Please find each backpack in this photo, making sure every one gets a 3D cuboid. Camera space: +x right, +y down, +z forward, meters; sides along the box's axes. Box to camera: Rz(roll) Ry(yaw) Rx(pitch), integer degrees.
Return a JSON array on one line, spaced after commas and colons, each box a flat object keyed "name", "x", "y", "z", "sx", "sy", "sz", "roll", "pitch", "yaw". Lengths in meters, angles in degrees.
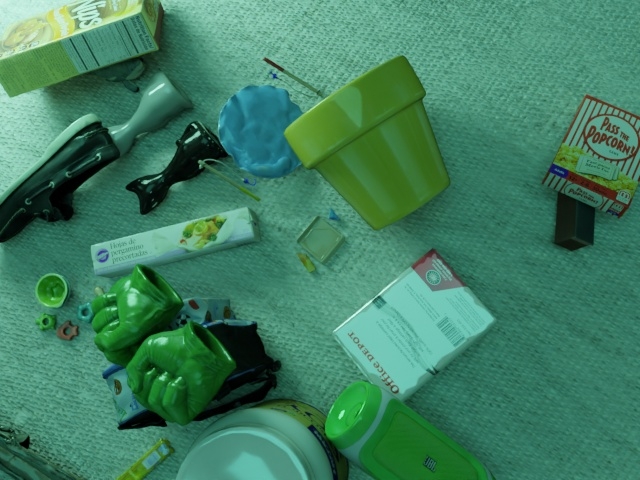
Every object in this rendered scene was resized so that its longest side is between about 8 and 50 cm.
[{"name": "backpack", "x": -0.245, "y": 0.220, "z": 1.262, "sx": 0.263, "sy": 0.276, "sz": 0.213, "roll": -30, "pitch": 74, "yaw": 10}]

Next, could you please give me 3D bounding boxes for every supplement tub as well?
[{"name": "supplement tub", "x": -0.087, "y": 0.388, "z": 1.167, "sx": 0.241, "sy": 0.331, "sz": 0.241, "roll": -1, "pitch": 82, "yaw": 8}]

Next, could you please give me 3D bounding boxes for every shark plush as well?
[{"name": "shark plush", "x": -0.432, "y": -0.361, "z": 1.461, "sx": 0.161, "sy": 0.067, "sz": 0.073, "roll": 17, "pitch": 85, "yaw": 10}]

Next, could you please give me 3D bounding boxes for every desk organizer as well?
[{"name": "desk organizer", "x": 0.459, "y": -0.051, "z": 1.291, "sx": 0.047, "sy": 0.050, "sz": 0.130, "roll": 21, "pitch": 67, "yaw": -22}]

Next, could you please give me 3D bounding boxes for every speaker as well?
[{"name": "speaker", "x": 0.152, "y": 0.359, "z": 1.188, "sx": 0.296, "sy": 0.131, "sz": 0.131, "roll": 38, "pitch": 89, "yaw": -15}]

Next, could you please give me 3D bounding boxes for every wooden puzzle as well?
[{"name": "wooden puzzle", "x": 0.000, "y": 0.000, "z": 1.373, "sx": 0.116, "sy": 0.014, "sz": 0.078, "roll": -43, "pitch": 83, "yaw": 1}]

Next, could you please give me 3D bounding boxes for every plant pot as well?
[{"name": "plant pot", "x": 0.102, "y": -0.159, "z": 1.275, "sx": 0.254, "sy": 0.254, "sz": 0.239, "roll": -32, "pitch": 93, "yaw": 3}]

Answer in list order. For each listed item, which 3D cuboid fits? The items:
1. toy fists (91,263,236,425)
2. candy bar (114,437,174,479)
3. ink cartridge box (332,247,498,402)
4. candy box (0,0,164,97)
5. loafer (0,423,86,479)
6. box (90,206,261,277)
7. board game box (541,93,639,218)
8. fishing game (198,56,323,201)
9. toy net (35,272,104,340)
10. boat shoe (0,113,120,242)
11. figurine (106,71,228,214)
[{"name": "toy fists", "x": -0.258, "y": 0.161, "z": 1.101, "sx": 0.279, "sy": 0.096, "sz": 0.142, "roll": 41, "pitch": 94, "yaw": 31}, {"name": "candy bar", "x": -0.344, "y": 0.437, "z": 1.358, "sx": 0.161, "sy": 0.018, "sz": 0.040, "roll": -42, "pitch": 82, "yaw": 0}, {"name": "ink cartridge box", "x": 0.167, "y": 0.157, "z": 1.280, "sx": 0.237, "sy": 0.100, "sz": 0.172, "roll": -40, "pitch": 79, "yaw": 1}, {"name": "candy box", "x": -0.475, "y": -0.404, "z": 1.420, "sx": 0.317, "sy": 0.087, "sz": 0.183, "roll": -17, "pitch": 41, "yaw": 6}, {"name": "loafer", "x": -0.565, "y": 0.415, "z": 1.370, "sx": 0.267, "sy": 0.096, "sz": 0.084, "roll": 39, "pitch": 69, "yaw": 5}, {"name": "box", "x": -0.278, "y": 0.005, "z": 1.387, "sx": 0.324, "sy": 0.067, "sz": 0.063, "roll": -14, "pitch": 79, "yaw": 7}, {"name": "board game box", "x": 0.500, "y": -0.152, "z": 1.274, "sx": 0.147, "sy": 0.045, "sz": 0.193, "roll": 26, "pitch": 66, "yaw": 11}, {"name": "fishing game", "x": -0.105, "y": -0.209, "z": 1.381, "sx": 0.189, "sy": 0.041, "sz": 0.264, "roll": 28, "pitch": 76, "yaw": -13}, {"name": "toy net", "x": -0.452, "y": 0.146, "z": 1.403, "sx": 0.232, "sy": 0.045, "sz": 0.122, "roll": 14, "pitch": 84, "yaw": 10}, {"name": "boat shoe", "x": -0.522, "y": -0.093, "z": 1.407, "sx": 0.340, "sy": 0.127, "sz": 0.113, "roll": -43, "pitch": 92, "yaw": 7}, {"name": "figurine", "x": -0.326, "y": -0.189, "z": 1.416, "sx": 0.209, "sy": 0.092, "sz": 0.215, "roll": -38, "pitch": 77, "yaw": 6}]
